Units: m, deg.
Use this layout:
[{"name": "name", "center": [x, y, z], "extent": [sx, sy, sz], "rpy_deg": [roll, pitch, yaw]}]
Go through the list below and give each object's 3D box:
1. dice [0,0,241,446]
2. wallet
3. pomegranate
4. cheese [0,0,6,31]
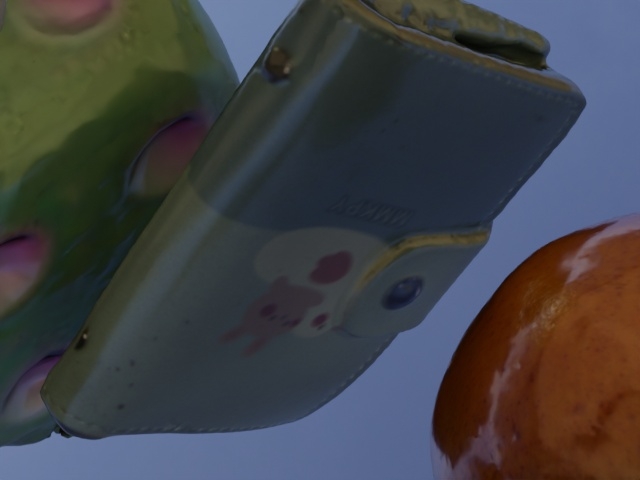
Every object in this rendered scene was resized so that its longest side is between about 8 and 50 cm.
[{"name": "dice", "center": [-0.258, -0.062, 1.064], "extent": [0.330, 0.322, 0.318], "rpy_deg": [-39, -118, -21]}, {"name": "wallet", "center": [0.000, 0.000, 0.959], "extent": [0.252, 0.360, 0.083], "rpy_deg": [9, -142, -43]}, {"name": "pomegranate", "center": [0.184, 0.111, 0.768], "extent": [0.264, 0.264, 0.264], "rpy_deg": [2, -131, -3]}, {"name": "cheese", "center": [-0.121, -0.075, 0.355], "extent": [0.227, 0.137, 0.064], "rpy_deg": [-1, -118, 40]}]
